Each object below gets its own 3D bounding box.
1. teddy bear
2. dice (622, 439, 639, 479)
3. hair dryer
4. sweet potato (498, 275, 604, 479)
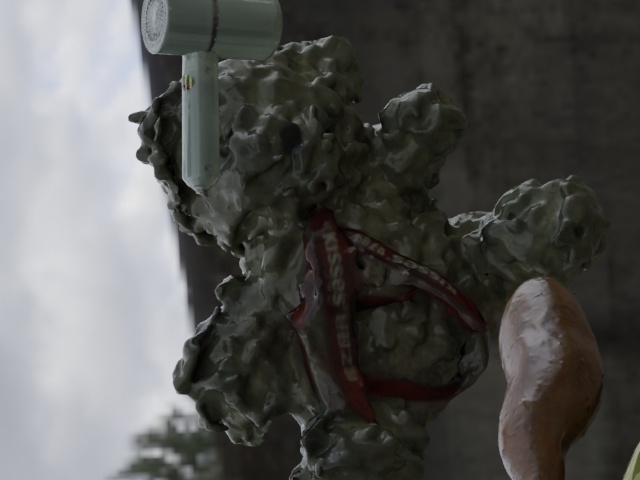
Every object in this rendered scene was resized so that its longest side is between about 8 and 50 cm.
[{"bbox_3d":[0.000,0.000,1.638,0.367,0.357,0.224,44,170,-8],"label":"teddy bear"},{"bbox_3d":[0.262,0.155,0.976,0.166,0.169,0.169,15,-123,-42],"label":"dice"},{"bbox_3d":[-0.069,-0.095,1.270,0.047,0.082,0.137,-10,79,63],"label":"hair dryer"},{"bbox_3d":[0.112,0.078,0.982,0.195,0.056,0.056,-74,-21,-54],"label":"sweet potato"}]
